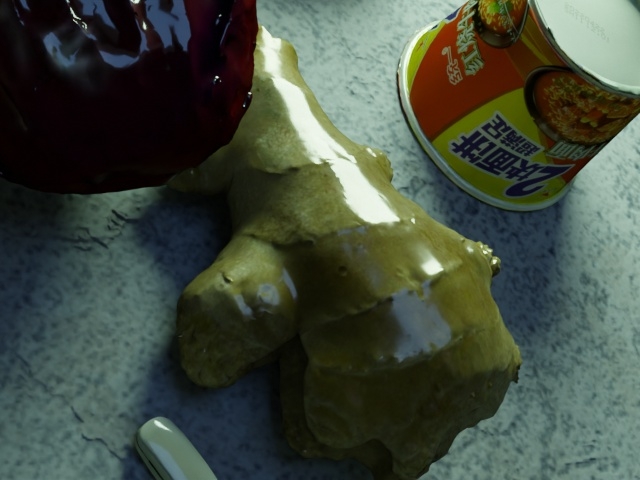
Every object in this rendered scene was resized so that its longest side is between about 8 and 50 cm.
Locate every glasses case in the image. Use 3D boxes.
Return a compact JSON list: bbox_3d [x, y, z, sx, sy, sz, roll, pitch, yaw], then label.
[{"bbox_3d":[-0.095,0.158,0.929,0.032,0.021,0.083,-34,85,-41],"label":"glasses case"}]

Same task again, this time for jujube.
[{"bbox_3d":[-0.174,-0.214,0.954,0.258,0.258,0.377,-9,82,-38],"label":"jujube"}]

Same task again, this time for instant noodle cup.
[{"bbox_3d":[0.202,-0.157,1.217,0.213,0.174,0.213,16,56,-25],"label":"instant noodle cup"}]

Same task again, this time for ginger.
[{"bbox_3d":[-0.020,0.015,1.033,0.236,0.166,0.375,-41,62,-8],"label":"ginger"}]
